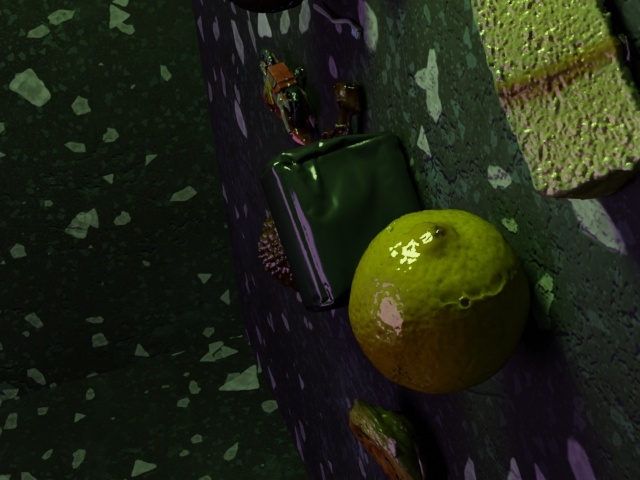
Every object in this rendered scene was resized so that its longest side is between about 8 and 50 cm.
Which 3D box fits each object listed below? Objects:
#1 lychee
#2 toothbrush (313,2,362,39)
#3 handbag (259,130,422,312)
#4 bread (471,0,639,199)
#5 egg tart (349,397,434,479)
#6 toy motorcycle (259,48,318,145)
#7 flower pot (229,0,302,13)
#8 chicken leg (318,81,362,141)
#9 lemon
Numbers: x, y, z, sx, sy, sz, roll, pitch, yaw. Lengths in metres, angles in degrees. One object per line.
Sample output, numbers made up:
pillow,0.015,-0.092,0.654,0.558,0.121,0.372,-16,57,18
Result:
lychee,0.000,0.000,1.882,0.267,0.267,0.267,166,90,-77
toothbrush,0.033,-0.464,1.844,0.263,0.022,0.026,-126,37,-56
handbag,0.055,-0.040,1.674,0.301,0.275,0.178,70,159,5
bread,0.271,-0.177,1.013,0.178,0.142,0.266,66,-172,-77
egg tart,0.181,0.474,2.020,0.297,0.132,0.297,56,167,19
toy motorcycle,-0.088,-0.374,2.279,0.298,0.089,0.171,-120,19,-46
flower pot,-0.071,-0.574,1.705,0.267,0.267,0.266,24,128,60
chicken leg,0.049,-0.223,1.919,0.113,0.093,0.304,49,147,25
lemon,0.177,0.091,1.321,0.293,0.293,0.293,166,90,-77
